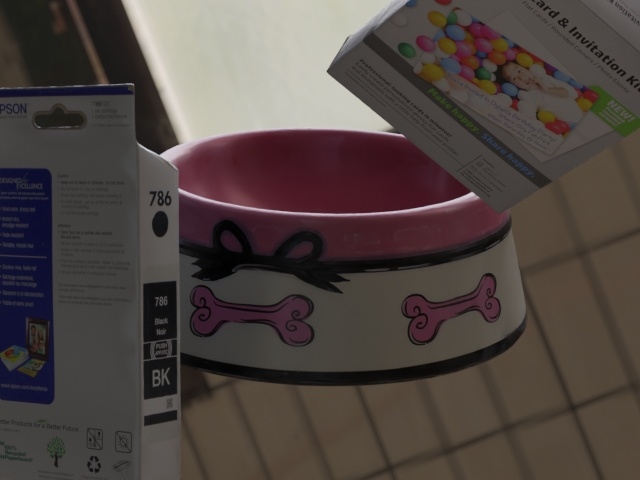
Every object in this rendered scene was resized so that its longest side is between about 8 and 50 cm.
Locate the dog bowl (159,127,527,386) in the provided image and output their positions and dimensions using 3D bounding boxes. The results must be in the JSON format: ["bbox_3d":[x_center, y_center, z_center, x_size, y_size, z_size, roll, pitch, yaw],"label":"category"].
[{"bbox_3d":[0.000,0.000,1.813,0.408,0.150,0.408,2,17,-1],"label":"dog bowl"}]

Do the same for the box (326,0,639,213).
[{"bbox_3d":[0.110,-0.102,1.094,0.186,0.145,0.038,-34,21,52],"label":"box"}]

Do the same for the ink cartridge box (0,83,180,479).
[{"bbox_3d":[-0.195,0.038,1.551,0.165,0.332,0.065,3,5,34],"label":"ink cartridge box"}]
